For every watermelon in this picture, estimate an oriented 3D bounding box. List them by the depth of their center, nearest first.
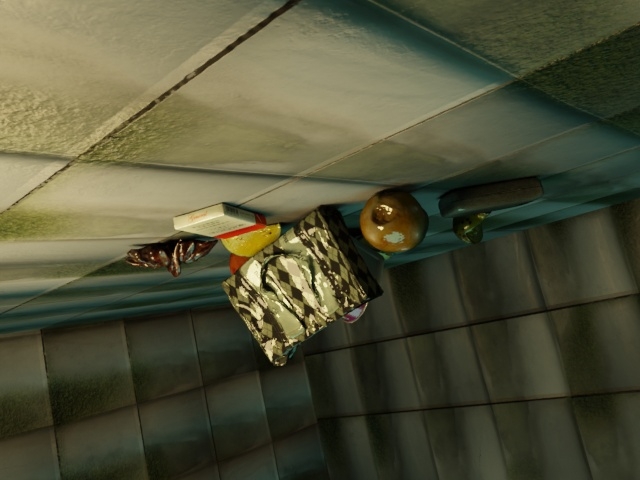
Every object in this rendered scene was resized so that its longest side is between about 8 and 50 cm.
[{"bbox_3d":[-0.199,0.008,1.741,0.182,0.075,0.092,-12,171,-2],"label":"watermelon"}]

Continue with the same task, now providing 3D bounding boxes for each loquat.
[{"bbox_3d":[0.205,-0.051,1.619,0.179,0.179,0.227,-16,167,22],"label":"loquat"}]

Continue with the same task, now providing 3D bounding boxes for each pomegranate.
[{"bbox_3d":[0.545,-0.075,2.129,0.143,0.122,0.169,-39,147,-29],"label":"pomegranate"}]

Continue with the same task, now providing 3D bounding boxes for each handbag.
[{"bbox_3d":[-0.053,0.142,1.688,0.416,0.316,0.180,-35,165,25],"label":"handbag"}]

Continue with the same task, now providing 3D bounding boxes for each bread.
[{"bbox_3d":[0.151,0.037,2.255,0.178,0.141,0.266,34,155,-19],"label":"bread"}]

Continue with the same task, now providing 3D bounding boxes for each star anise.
[{"bbox_3d":[-0.420,0.056,1.668,0.272,0.102,0.272,-11,174,-1],"label":"star anise"}]

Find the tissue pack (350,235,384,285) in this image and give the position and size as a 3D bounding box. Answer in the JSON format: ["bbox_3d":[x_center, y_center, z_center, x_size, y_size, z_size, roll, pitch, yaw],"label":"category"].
[{"bbox_3d":[0.092,0.089,2.093,0.246,0.159,0.136,32,144,-30],"label":"tissue pack"}]

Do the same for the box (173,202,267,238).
[{"bbox_3d":[-0.244,-0.045,1.472,0.139,0.035,0.245,-16,171,18],"label":"box"}]

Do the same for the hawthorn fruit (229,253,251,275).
[{"bbox_3d":[-0.185,0.120,1.933,0.208,0.243,0.207,-14,170,-3],"label":"hawthorn fruit"}]

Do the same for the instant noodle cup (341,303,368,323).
[{"bbox_3d":[0.068,0.204,2.453,0.190,0.251,0.251,19,157,-25],"label":"instant noodle cup"}]

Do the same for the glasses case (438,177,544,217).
[{"bbox_3d":[0.540,-0.134,1.858,0.323,0.074,0.131,-10,172,-14],"label":"glasses case"}]

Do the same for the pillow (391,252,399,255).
[{"bbox_3d":[0.300,0.028,2.376,0.233,0.086,0.214,-23,-172,30],"label":"pillow"}]
